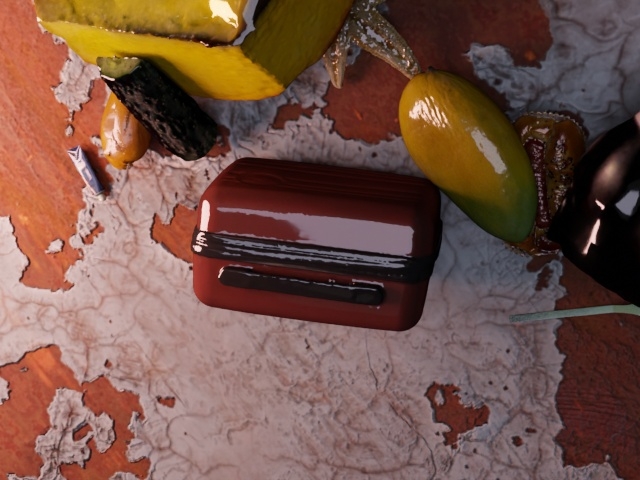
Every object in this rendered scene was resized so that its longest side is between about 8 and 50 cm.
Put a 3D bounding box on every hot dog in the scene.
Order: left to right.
[{"bbox_3d":[0.281,-0.072,1.576,0.108,0.059,0.191,4,108,12],"label":"hot dog"}]

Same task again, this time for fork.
[{"bbox_3d":[0.365,0.094,1.624,0.235,0.021,0.039,-8,100,10],"label":"fork"}]

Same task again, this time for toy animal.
[{"bbox_3d":[0.436,-0.079,1.449,0.251,0.251,0.310,29,109,0],"label":"toy animal"}]

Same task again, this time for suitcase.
[{"bbox_3d":[0.000,0.000,1.541,0.297,0.236,0.161,8,106,7],"label":"suitcase"}]

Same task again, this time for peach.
[{"bbox_3d":[-0.118,-0.335,1.471,0.380,0.242,0.306,4,83,25],"label":"peach"}]

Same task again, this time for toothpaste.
[{"bbox_3d":[-0.313,-0.090,1.678,0.027,0.019,0.083,-22,100,38],"label":"toothpaste"}]

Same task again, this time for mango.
[{"bbox_3d":[-0.254,-0.155,1.624,0.077,0.063,0.127,15,97,46],"label":"mango"},{"bbox_3d":[0.189,-0.109,1.532,0.237,0.091,0.137,46,143,10],"label":"mango"}]

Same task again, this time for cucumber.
[{"bbox_3d":[-0.206,-0.161,1.541,0.078,0.211,0.062,9,78,24],"label":"cucumber"}]

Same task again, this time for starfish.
[{"bbox_3d":[0.058,-0.307,1.551,0.138,0.050,0.248,-5,107,8],"label":"starfish"}]
